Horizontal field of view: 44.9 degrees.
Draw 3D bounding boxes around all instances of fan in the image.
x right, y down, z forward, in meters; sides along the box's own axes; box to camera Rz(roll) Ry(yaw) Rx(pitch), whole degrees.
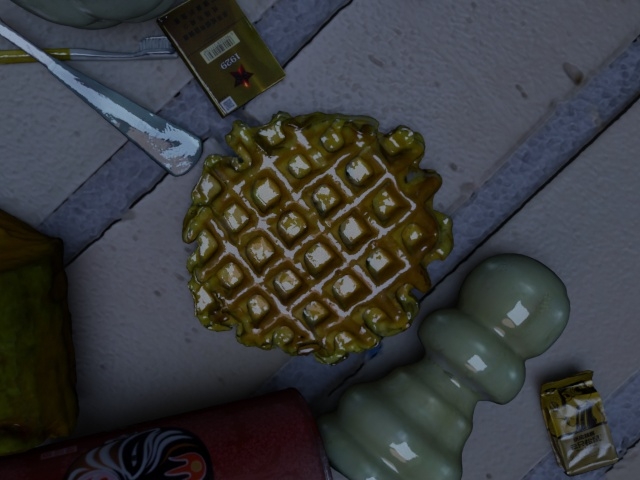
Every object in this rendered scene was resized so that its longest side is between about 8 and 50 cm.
[{"bbox_3d":[-0.257,-0.173,0.884,0.282,0.023,0.057,37,99,-16],"label":"fan"}]

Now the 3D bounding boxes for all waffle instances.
[{"bbox_3d":[0.000,0.000,0.916,0.325,0.068,0.302,5,96,-4],"label":"waffle"}]

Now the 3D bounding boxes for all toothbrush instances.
[{"bbox_3d":[-0.309,-0.215,0.890,0.288,0.021,0.024,-4,87,-4],"label":"toothbrush"}]

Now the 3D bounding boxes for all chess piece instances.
[{"bbox_3d":[0.155,0.155,0.904,0.182,0.182,0.330,41,87,-8],"label":"chess piece"}]

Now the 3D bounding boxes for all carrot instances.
[{"bbox_3d":[-0.385,0.079,0.815,0.242,0.241,0.340,-7,100,-3],"label":"carrot"}]

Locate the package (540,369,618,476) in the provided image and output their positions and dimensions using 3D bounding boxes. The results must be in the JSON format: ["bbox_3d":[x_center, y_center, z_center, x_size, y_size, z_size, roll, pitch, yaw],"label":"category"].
[{"bbox_3d":[0.321,0.226,0.978,0.071,0.047,0.131,-19,97,1],"label":"package"}]

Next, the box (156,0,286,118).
[{"bbox_3d":[-0.113,-0.220,0.893,0.090,0.023,0.133,-37,99,-11],"label":"box"}]

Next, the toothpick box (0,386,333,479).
[{"bbox_3d":[-0.167,0.293,0.838,0.333,0.204,0.204,-9,98,-17],"label":"toothpick box"}]

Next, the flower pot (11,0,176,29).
[{"bbox_3d":[-0.229,-0.332,0.774,0.195,0.246,0.246,-10,99,-35],"label":"flower pot"}]
